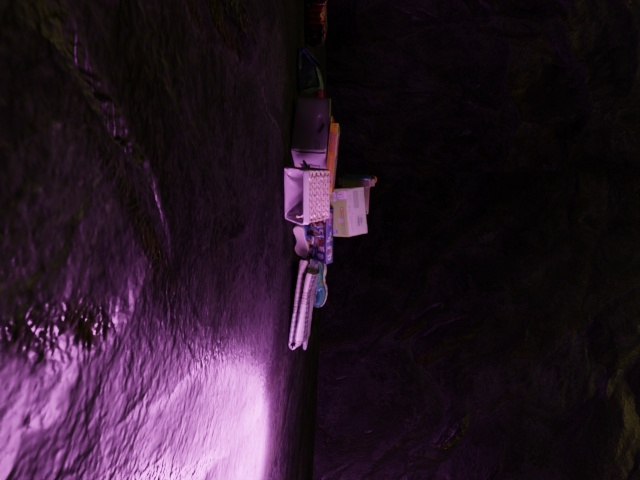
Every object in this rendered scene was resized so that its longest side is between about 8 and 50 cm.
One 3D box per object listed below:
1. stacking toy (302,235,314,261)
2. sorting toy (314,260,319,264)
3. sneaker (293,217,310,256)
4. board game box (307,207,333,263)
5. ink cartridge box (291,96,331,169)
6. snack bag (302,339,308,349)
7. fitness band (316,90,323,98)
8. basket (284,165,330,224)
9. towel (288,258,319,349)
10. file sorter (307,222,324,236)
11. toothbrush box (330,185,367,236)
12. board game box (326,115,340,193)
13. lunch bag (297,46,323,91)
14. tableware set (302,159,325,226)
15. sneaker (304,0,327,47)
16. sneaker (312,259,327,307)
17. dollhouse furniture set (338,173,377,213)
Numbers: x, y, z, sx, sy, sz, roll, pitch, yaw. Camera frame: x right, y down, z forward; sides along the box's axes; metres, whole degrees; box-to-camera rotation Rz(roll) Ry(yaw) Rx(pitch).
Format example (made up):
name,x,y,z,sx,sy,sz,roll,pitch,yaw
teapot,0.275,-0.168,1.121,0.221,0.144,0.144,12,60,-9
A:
name,x,y,z,sx,sy,sz,roll,pitch,yaw
stacking toy,-0.066,0.089,1.785,0.167,0.052,0.221,-58,153,-80
sorting toy,0.000,0.000,2.238,0.348,0.047,0.196,-86,175,-51
sneaker,-0.068,-0.017,1.602,0.085,0.058,0.152,-72,159,-48
board game box,-0.012,-0.033,1.863,0.165,0.042,0.244,18,-66,47
ink cartridge box,-0.025,-0.361,1.593,0.306,0.131,0.226,77,17,-73
snack bag,-0.060,0.319,2.069,0.323,0.037,0.343,-81,171,-71
fitness band,-0.008,-0.769,2.513,0.209,0.054,0.291,-88,179,-67
basket,-0.040,-0.142,1.288,0.113,0.103,0.167,21,-65,51
towel,-0.050,0.233,1.608,0.312,0.056,0.325,37,60,-80
file sorter,-0.037,-0.109,1.726,0.118,0.104,0.170,-81,171,-72
toothbrush box,0.064,-0.130,1.874,0.283,0.122,0.206,3,-78,50
board game box,0.042,-0.298,1.483,0.124,0.039,0.260,-62,155,-79
lunch bag,-0.042,-0.652,1.620,0.129,0.096,0.151,-63,139,-77
tableware set,-0.022,-0.154,1.386,0.194,0.039,0.128,60,-39,25
sneaker,-0.018,-0.985,1.828,0.135,0.097,0.276,-79,172,-70
sneaker,-0.028,0.227,2.300,0.110,0.107,0.276,39,45,-61
dollhouse furniture set,0.128,-0.210,2.115,0.198,0.303,0.287,-73,163,-62
